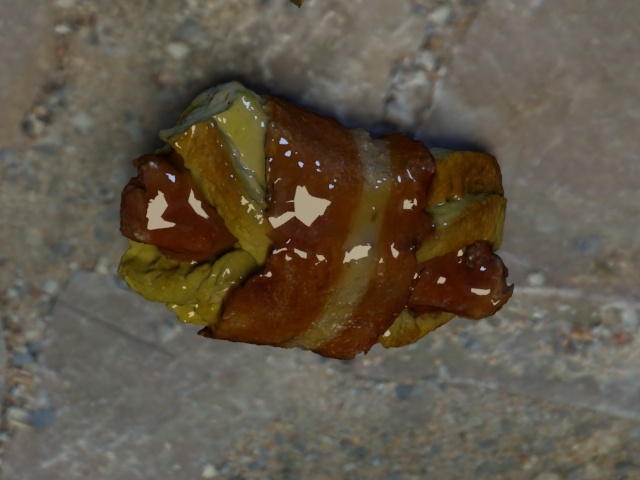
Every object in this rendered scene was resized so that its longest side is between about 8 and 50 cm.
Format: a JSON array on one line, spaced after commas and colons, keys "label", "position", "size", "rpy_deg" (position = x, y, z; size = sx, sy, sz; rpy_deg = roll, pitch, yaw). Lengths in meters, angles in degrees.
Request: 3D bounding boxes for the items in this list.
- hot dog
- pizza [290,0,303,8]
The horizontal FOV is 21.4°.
[{"label": "hot dog", "position": [0.000, 0.000, 0.876], "size": [0.213, 0.103, 0.146], "rpy_deg": [10, 118, -12]}, {"label": "pizza", "position": [-0.040, -0.199, 0.793], "size": [0.130, 0.041, 0.178], "rpy_deg": [9, 119, -8]}]
